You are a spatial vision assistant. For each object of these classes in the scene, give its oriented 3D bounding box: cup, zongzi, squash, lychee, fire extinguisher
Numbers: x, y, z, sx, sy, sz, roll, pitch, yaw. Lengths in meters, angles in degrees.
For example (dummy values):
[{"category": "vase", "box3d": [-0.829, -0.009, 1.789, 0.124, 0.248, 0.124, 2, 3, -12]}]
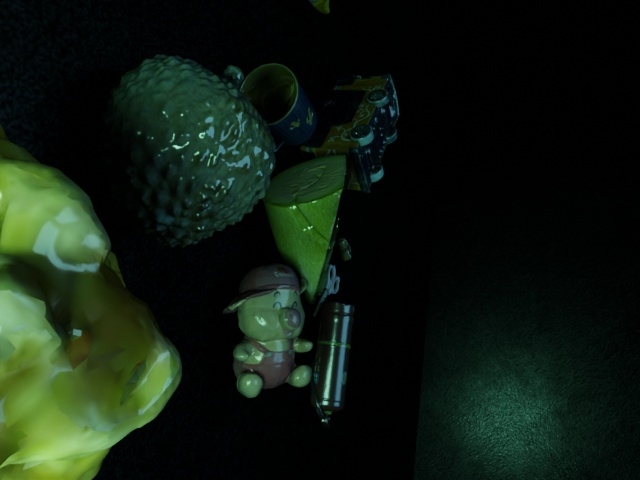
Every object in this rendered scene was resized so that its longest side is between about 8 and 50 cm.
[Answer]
[{"category": "cup", "box3d": [-0.092, -0.259, 1.090, 0.177, 0.131, 0.155, -57, 159, 4]}, {"category": "zongzi", "box3d": [0.073, 0.009, 1.583, 0.083, 0.040, 0.076, -75, 149, -54]}, {"category": "squash", "box3d": [0.000, 0.000, 1.183, 0.234, 0.210, 0.309, -84, 157, -59]}, {"category": "lychee", "box3d": [-0.188, -0.129, 0.739, 0.275, 0.255, 0.255, -57, 157, 8]}, {"category": "fire extinguisher", "box3d": [0.030, 0.345, 1.418, 0.141, 0.105, 0.342, 32, 63, -68]}]

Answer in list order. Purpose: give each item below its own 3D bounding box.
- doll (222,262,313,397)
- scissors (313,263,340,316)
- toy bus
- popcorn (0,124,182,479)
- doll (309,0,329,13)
[{"category": "doll", "box3d": [-0.102, 0.174, 1.041, 0.196, 0.152, 0.256, 5, 86, -69]}, {"category": "scissors", "box3d": [0.015, 0.152, 1.486, 0.189, 0.015, 0.100, -59, 142, -45]}, {"category": "toy bus", "box3d": [0.091, -0.296, 1.401, 0.324, 0.194, 0.162, -67, 148, -34]}, {"category": "popcorn", "box3d": [-0.318, 0.062, 0.342, 0.390, 0.354, 0.344, 41, 66, -8]}, {"category": "doll", "box3d": [-0.009, -0.672, 1.259, 0.316, 0.103, 0.146, -5, 101, -61]}]
